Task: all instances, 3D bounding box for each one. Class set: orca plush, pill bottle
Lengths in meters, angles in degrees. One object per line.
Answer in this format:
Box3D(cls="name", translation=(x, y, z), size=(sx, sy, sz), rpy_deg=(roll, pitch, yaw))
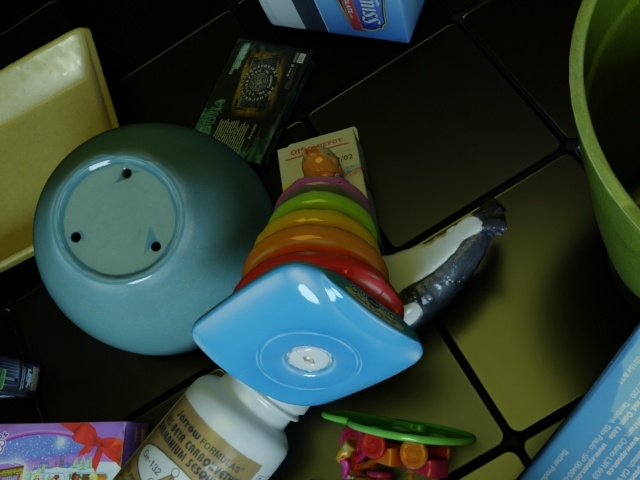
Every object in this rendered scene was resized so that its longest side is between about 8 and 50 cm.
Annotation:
Box3D(cls="orca plush", translation=(0.096, 0.060, 0.710), size=(0.287, 0.102, 0.151), rpy_deg=(-42, 38, 10))
Box3D(cls="pill bottle", translation=(-0.110, 0.221, 0.683), size=(0.131, 0.131, 0.229), rpy_deg=(37, 83, 25))

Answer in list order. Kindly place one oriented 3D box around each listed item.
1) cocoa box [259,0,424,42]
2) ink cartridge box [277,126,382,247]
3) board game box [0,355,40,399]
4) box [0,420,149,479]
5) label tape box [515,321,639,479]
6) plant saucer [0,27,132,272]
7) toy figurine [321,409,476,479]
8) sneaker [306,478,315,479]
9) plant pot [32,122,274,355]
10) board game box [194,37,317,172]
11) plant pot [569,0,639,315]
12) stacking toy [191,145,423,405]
Box3D(cls="cocoa box", translation=(0.054, -0.486, 0.845), size=(0.228, 0.231, 0.347), rpy_deg=(15, 75, 21))
Box3D(cls="ink cartridge box", translation=(0.007, -0.071, 0.796), size=(0.104, 0.061, 0.181), rpy_deg=(-14, 66, 11))
Box3D(cls="board game box", translation=(-0.478, 0.176, 0.804), size=(0.170, 0.141, 0.048), rpy_deg=(-8, 69, 14))
Box3D(cls="box", translation=(-0.358, 0.325, 0.758), size=(0.293, 0.057, 0.201), rpy_deg=(-5, 69, 15))
Box3D(cls="label tape box", translation=(0.346, 0.260, 0.518), size=(0.334, 0.106, 0.240), rpy_deg=(38, 99, 26))
Box3D(cls="plant saucer", translation=(-0.432, -0.110, 0.934), size=(0.333, 0.081, 0.332), rpy_deg=(-26, 65, 5))
Box3D(cls="toy figurine", translation=(0.065, 0.265, 0.637), size=(0.173, 0.130, 0.159), rpy_deg=(0, 78, 40))
Box3D(cls="sneaker", translation=(-0.011, 0.335, 0.659), size=(0.061, 0.054, 0.152), rpy_deg=(-26, 58, 16))
Box3D(cls="plant pot", translation=(-0.199, -0.011, 0.712), size=(0.290, 0.195, 0.290), rpy_deg=(0, 83, 0))
Box3D(cls="board game box", translation=(-0.097, -0.197, 0.896), size=(0.126, 0.026, 0.186), rpy_deg=(18, 76, 22))
Box3D(cls="plant pot", translation=(0.385, -0.050, 0.515), size=(0.367, 0.353, 0.366), rpy_deg=(-5, 69, 15))
Box3D(cls="stacking toy", translation=(0.000, 0.000, 0.653), size=(0.166, 0.175, 0.302), rpy_deg=(-34, 33, 32))
